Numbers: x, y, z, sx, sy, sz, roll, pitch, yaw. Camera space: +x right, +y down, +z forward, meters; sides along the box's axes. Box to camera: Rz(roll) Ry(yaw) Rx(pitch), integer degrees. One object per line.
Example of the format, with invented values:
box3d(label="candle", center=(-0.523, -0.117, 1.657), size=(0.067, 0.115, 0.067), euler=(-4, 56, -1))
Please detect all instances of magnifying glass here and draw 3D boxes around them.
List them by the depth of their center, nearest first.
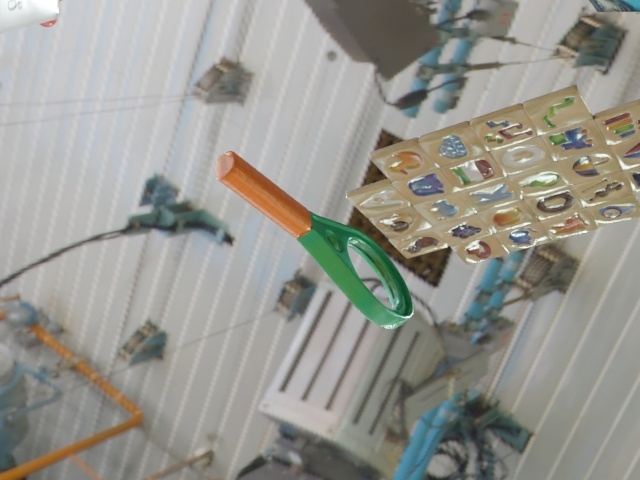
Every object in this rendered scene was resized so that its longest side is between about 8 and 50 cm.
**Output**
box3d(label="magnifying glass", center=(0.000, 0.000, 0.921), size=(0.026, 0.231, 0.092), euler=(-35, -141, 21))

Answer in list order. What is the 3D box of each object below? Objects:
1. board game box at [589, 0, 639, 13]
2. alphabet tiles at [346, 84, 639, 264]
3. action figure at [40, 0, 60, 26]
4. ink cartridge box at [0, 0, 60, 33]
box3d(label="board game box", center=(0.329, -0.343, 1.317), size=(0.186, 0.026, 0.126), euler=(45, -12, -28))
box3d(label="alphabet tiles", center=(0.217, -0.062, 1.248), size=(0.343, 0.285, 0.011), euler=(-17, -122, 23))
box3d(label="action figure", center=(-0.281, -0.371, 1.177), size=(0.092, 0.139, 0.280), euler=(6, -97, 9))
box3d(label="ink cartridge box", center=(-0.254, -0.205, 0.698), size=(0.092, 0.218, 0.158), euler=(9, -69, 13))
